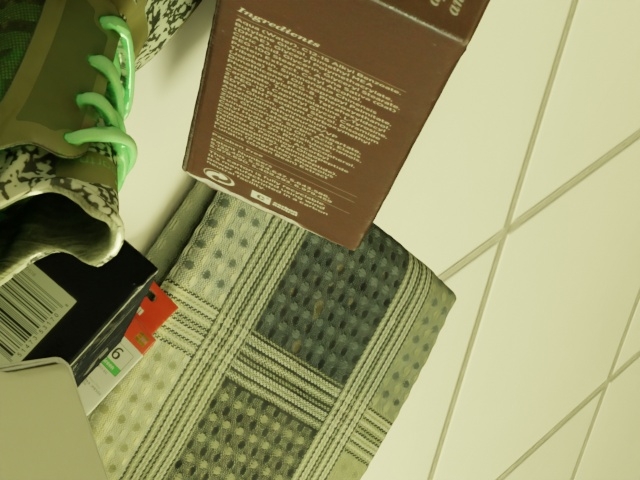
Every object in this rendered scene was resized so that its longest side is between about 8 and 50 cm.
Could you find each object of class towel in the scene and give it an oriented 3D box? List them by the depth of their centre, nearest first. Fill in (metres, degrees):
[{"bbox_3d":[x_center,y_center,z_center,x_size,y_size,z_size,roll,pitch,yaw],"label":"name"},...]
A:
[{"bbox_3d":[-0.056,0.112,1.480,0.312,0.056,0.324,37,80,-48],"label":"towel"}]

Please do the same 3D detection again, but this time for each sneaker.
[{"bbox_3d":[-0.152,-0.050,1.034,0.410,0.182,0.158,-46,153,-29],"label":"sneaker"}]

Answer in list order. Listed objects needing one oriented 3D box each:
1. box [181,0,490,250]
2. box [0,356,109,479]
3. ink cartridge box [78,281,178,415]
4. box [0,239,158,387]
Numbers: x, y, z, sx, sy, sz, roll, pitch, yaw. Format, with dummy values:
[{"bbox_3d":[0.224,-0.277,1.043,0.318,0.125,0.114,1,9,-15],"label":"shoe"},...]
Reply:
[{"bbox_3d":[0.026,-0.150,1.140,0.381,0.143,0.191,111,4,-73],"label":"box"},{"bbox_3d":[-0.260,0.170,0.953,0.311,0.121,0.148,-25,171,29],"label":"box"},{"bbox_3d":[-0.150,0.062,1.321,0.115,0.063,0.029,-47,-170,-25],"label":"ink cartridge box"},{"bbox_3d":[-0.190,0.064,1.148,0.156,0.093,0.158,-48,178,-23],"label":"box"}]
